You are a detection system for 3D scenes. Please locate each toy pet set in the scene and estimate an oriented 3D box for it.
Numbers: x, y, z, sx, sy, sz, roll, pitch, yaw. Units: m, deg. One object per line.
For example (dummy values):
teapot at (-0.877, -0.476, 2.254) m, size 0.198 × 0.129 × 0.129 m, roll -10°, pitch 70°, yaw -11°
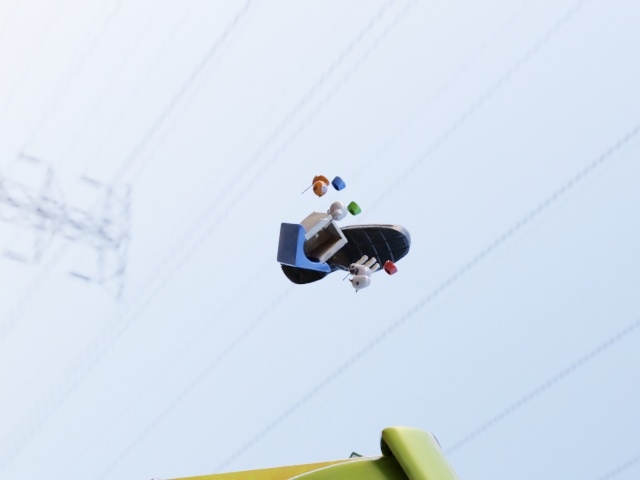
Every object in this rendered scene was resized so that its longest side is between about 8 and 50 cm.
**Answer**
toy pet set at (0.000, 0.000, 1.391) m, size 0.065 × 0.122 × 0.114 m, roll -41°, pitch -158°, yaw -20°

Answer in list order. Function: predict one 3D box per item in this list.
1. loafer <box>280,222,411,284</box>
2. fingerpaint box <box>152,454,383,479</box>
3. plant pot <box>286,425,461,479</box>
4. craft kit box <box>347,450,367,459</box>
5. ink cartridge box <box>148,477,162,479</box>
loafer at (0.033, 0.004, 1.592) m, size 0.170 × 0.062 × 0.061 m, roll -9°, pitch -156°, yaw 32°
fingerpaint box at (-0.101, 0.429, 1.493) m, size 0.444 × 0.371 × 0.163 m, roll -8°, pitch -142°, yaw 9°
plant pot at (0.050, 0.292, 1.189) m, size 0.207 × 0.227 × 0.228 m, roll -32°, pitch 166°, yaw -6°
craft kit box at (0.142, 0.385, 1.665) m, size 0.061 × 0.250 × 0.247 m, roll -56°, pitch 154°, yaw -32°
ink cartridge box at (-0.221, 0.386, 1.864) m, size 0.143 × 0.090 × 0.092 m, roll -33°, pitch -137°, yaw 44°
